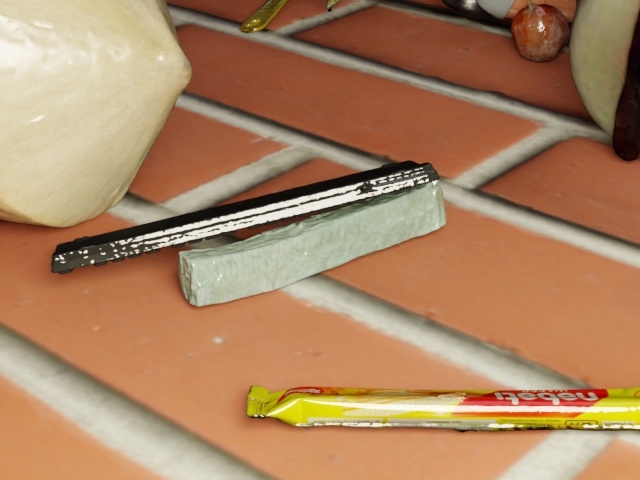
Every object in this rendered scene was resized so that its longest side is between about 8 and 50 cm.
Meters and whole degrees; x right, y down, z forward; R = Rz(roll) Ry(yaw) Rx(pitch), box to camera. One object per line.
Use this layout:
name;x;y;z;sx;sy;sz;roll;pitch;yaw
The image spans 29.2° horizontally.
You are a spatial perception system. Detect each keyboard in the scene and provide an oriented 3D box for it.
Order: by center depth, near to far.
keyboard;-0.062;-0.021;0.986;0.309;0.018;0.101;-14;9;-7

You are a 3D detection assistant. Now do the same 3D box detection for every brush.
brush;-0.060;-0.312;1.615;0.082;0.010;0.218;-2;27;20

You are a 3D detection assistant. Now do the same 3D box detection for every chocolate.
chocolate;0.352;-0.194;1.121;0.283;0.284;0.186;11;32;21

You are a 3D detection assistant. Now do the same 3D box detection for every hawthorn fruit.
hawthorn fruit;0.248;-0.255;1.411;0.066;0.103;0.067;-15;32;10

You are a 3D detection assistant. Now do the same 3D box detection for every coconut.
coconut;-0.251;-0.155;1.049;0.328;0.329;0.329;0;28;0

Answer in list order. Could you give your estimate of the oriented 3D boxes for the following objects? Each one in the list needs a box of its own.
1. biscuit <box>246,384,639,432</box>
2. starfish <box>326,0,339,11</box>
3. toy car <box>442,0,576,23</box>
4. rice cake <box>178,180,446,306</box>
biscuit;0.098;0.109;0.800;0.291;0.026;0.048;0;8;1
starfish;0.104;-0.460;1.610;0.078;0.347;0.358;37;29;-15
toy car;0.269;-0.358;1.528;0.212;0.181;0.270;16;19;-9
rice cake;0.000;0.000;0.987;0.245;0.045;0.042;-19;20;-29
